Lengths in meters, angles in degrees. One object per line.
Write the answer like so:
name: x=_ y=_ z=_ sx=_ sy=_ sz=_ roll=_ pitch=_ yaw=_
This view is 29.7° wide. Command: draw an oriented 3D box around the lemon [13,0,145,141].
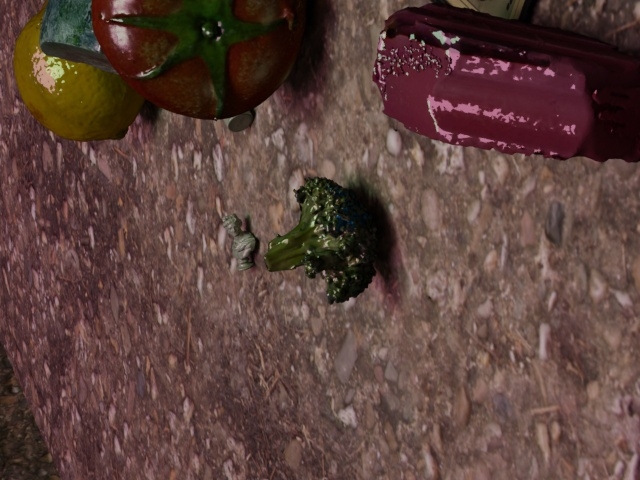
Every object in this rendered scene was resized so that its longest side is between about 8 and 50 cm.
lemon: x=-0.442 y=-0.317 z=2.230 sx=0.267 sy=0.267 sz=0.267 roll=30 pitch=126 yaw=54

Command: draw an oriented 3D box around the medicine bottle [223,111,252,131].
medicine bottle: x=-0.144 y=-0.219 z=1.931 sx=0.083 sy=0.047 sz=0.047 roll=62 pitch=147 yaw=28

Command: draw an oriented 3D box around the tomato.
tomato: x=-0.171 y=-0.328 z=1.693 sx=0.239 sy=0.303 sz=0.303 roll=-117 pitch=27 yaw=-62

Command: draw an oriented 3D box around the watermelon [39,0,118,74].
watermelon: x=-0.310 y=-0.358 z=1.953 sx=0.228 sy=0.258 sz=0.387 roll=-61 pitch=22 yaw=0

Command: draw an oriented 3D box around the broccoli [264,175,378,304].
broccoli: x=0.000 y=0.000 z=1.638 sx=0.154 sy=0.160 sz=0.167 roll=-102 pitch=-3 yaw=-75

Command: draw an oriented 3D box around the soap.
soap: x=0.198 y=-0.158 z=1.194 sx=0.289 sy=0.182 sz=0.112 roll=15 pitch=116 yaw=23

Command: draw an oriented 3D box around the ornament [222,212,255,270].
ornament: x=-0.133 y=0.002 z=2.001 sx=0.092 sy=0.041 sz=0.068 roll=63 pitch=155 yaw=8

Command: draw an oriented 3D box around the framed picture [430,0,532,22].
framed picture: x=0.181 y=-0.316 z=1.341 sx=0.199 sy=0.010 sz=0.195 roll=54 pitch=143 yaw=38
